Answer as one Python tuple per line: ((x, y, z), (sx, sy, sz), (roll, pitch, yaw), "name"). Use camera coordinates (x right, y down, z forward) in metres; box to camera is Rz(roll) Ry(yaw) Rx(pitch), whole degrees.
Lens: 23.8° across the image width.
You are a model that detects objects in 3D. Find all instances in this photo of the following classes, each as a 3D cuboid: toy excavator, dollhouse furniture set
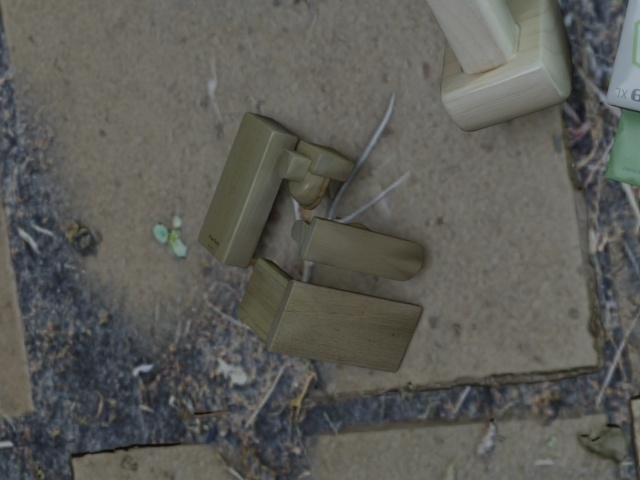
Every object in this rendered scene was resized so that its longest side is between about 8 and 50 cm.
((0.033, -0.344, 1.037), (0.222, 0.433, 0.445), (-16, 59, 22), "toy excavator")
((0.000, 0.000, 1.198), (0.151, 0.123, 0.144), (38, 110, 53), "dollhouse furniture set")

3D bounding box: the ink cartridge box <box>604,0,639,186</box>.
((0.266, -0.131, 1.059), (0.109, 0.062, 0.209), (16, 100, 20), "ink cartridge box")
